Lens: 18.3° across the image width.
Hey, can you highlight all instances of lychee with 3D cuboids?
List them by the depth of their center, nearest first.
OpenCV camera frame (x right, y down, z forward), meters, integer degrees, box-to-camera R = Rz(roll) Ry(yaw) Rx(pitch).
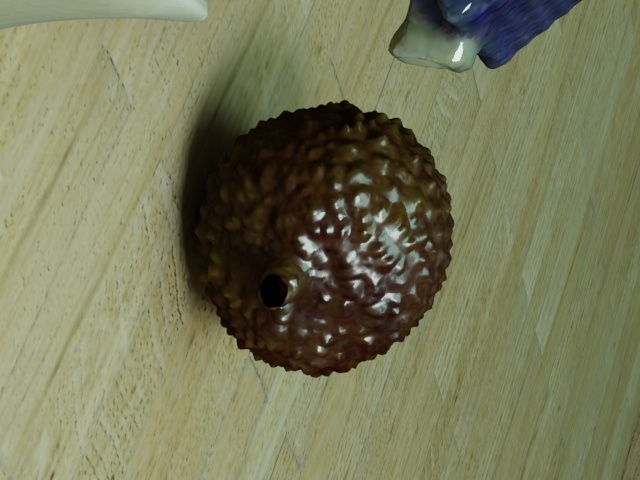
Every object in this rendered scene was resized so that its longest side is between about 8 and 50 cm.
[{"bbox_3d":[0.000,0.000,1.389,0.238,0.200,0.200,-41,136,-62],"label":"lychee"}]

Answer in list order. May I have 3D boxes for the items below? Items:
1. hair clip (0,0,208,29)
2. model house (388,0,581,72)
[{"bbox_3d":[-0.184,-0.164,0.879,0.113,0.172,0.282,-74,150,-42],"label":"hair clip"},{"bbox_3d":[0.047,-0.250,1.243,0.245,0.312,0.280,18,82,-81],"label":"model house"}]
